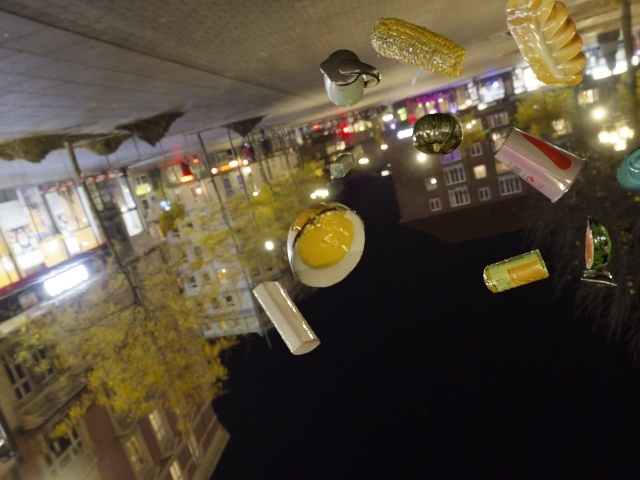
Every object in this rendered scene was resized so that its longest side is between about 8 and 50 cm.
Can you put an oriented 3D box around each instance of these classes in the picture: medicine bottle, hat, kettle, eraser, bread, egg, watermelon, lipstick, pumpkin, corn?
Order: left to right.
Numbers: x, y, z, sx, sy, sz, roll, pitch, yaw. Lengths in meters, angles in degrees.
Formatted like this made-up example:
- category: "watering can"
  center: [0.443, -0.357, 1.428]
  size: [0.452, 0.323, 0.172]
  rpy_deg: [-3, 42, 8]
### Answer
- category: "eraser"
  center: [-0.121, 0.278, 1.668]
  size: [0.095, 0.270, 0.174]
  rpy_deg: [-42, 158, 9]
- category: "egg"
  center: [0.000, 0.000, 1.803]
  size: [0.336, 0.337, 0.201]
  rpy_deg: [-19, -153, -18]
- category: "lipstick"
  center: [0.113, -0.348, 2.009]
  size: [0.078, 0.078, 0.253]
  rpy_deg: [0, -151, 25]
- category: "kettle"
  center: [0.119, -0.622, 1.755]
  size: [0.221, 0.161, 0.236]
  rpy_deg: [7, 179, 7]
- category: "corn"
  center: [0.276, -0.563, 1.329]
  size: [0.317, 0.115, 0.115]
  rpy_deg: [32, -142, 27]
- category: "pumpkin"
  center: [0.496, -0.450, 1.968]
  size: [0.223, 0.157, 0.224]
  rpy_deg: [6, 161, 2]
- category: "medicine bottle"
  center: [0.783, 0.130, 1.862]
  size: [0.238, 0.124, 0.124]
  rpy_deg: [-25, -173, 27]
- category: "bread"
  center: [0.651, -0.582, 1.314]
  size: [0.121, 0.311, 0.173]
  rpy_deg: [-41, -151, 5]
- category: "watermelon"
  center: [1.044, 0.024, 1.751]
  size: [0.063, 0.245, 0.119]
  rpy_deg: [-16, -149, 8]
- category: "hat"
  center: [0.969, -0.235, 1.358]
  size: [0.191, 0.078, 0.138]
  rpy_deg: [-38, -146, 25]

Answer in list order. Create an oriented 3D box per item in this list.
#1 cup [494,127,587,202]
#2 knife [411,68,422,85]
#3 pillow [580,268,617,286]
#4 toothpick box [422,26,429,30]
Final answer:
- category: "cup"
  center: [0.838, -0.306, 1.782]
  size: [0.288, 0.203, 0.203]
  rpy_deg: [34, -152, 10]
- category: "knife"
  center: [0.342, -0.581, 1.590]
  size: [0.010, 0.096, 0.027]
  rpy_deg: [10, -134, -18]
- category: "pillow"
  center: [0.870, 0.116, 1.440]
  size: [0.090, 0.048, 0.150]
  rpy_deg: [-8, -179, 32]
- category: "toothpick box"
  center: [0.385, -0.718, 1.641]
  size: [0.047, 0.083, 0.047]
  rpy_deg: [-34, 162, -13]
